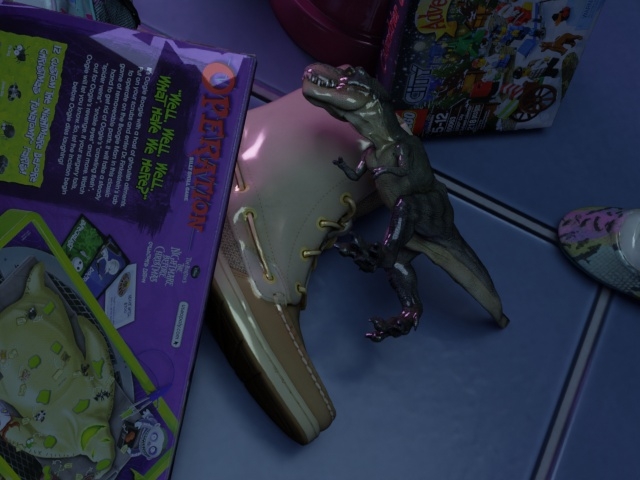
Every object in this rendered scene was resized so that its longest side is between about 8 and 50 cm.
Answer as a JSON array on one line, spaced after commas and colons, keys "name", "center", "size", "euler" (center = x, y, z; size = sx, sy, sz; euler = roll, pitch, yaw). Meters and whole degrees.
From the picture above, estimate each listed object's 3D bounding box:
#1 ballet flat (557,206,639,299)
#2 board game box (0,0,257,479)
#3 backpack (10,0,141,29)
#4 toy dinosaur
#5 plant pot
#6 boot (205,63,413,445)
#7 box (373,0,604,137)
[{"name": "ballet flat", "center": [0.302, 0.028, 0.746], "size": [0.221, 0.079, 0.077], "euler": [32, 68, 3]}, {"name": "board game box", "center": [-0.176, 0.030, 0.598], "size": [0.208, 0.056, 0.346], "euler": [13, 97, -1]}, {"name": "backpack", "center": [-0.224, -0.168, 0.689], "size": [0.166, 0.144, 0.188], "euler": [-13, 61, 13]}, {"name": "toy dinosaur", "center": [0.063, 0.000, 0.651], "size": [0.268, 0.064, 0.118], "euler": [55, 50, -25]}, {"name": "plant pot", "center": [0.063, -0.261, 0.759], "size": [0.201, 0.180, 0.201], "euler": [3, 70, -9]}, {"name": "boot", "center": [0.000, 0.000, 0.701], "size": [0.203, 0.095, 0.262], "euler": [-23, 73, -19]}, {"name": "box", "center": [0.133, -0.177, 0.710], "size": [0.159, 0.233, 0.044], "euler": [-7, 54, -12]}]
